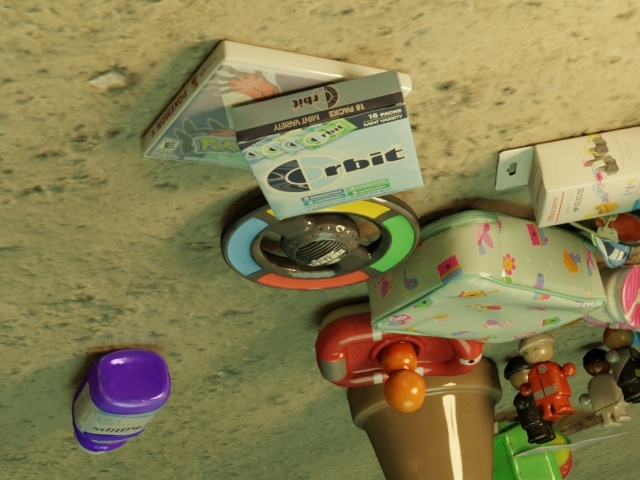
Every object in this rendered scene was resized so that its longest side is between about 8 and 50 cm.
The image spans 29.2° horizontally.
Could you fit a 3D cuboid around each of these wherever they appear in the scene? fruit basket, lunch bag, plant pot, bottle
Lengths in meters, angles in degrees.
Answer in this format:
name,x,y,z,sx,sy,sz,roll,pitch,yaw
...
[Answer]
name,x,y,z,sx,sy,sz,roll,pitch,yaw
fruit basket,0.417,0.446,2.541,0.327,0.166,0.353,-30,165,39
lunch bag,0.199,0.053,1.554,0.279,0.108,0.224,11,154,-36
plant pot,0.188,0.341,2.061,0.263,0.229,0.263,-7,157,-3
bottle,-0.307,0.247,1.817,0.118,0.092,0.283,0,155,-24

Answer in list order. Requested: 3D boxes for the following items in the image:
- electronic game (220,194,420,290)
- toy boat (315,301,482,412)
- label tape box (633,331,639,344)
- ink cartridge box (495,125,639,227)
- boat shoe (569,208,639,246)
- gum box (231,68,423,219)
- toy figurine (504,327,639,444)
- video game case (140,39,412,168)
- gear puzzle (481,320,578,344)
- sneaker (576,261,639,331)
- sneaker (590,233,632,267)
name,x,y,z,sx,sy,sz,roll,pitch,yaw
electronic game,0.000,0.000,1.407,0.229,0.048,0.229,-5,151,-3
toy boat,0.113,0.171,1.710,0.231,0.151,0.151,-9,141,-2
label tape box,0.667,0.171,1.952,0.249,0.115,0.347,5,159,-20
ink cartridge box,0.291,-0.068,1.370,0.181,0.062,0.104,-10,157,1
boat shoe,0.336,-0.023,1.442,0.043,0.049,0.137,0,-165,-29
gum box,0.012,-0.088,1.185,0.156,0.041,0.184,-13,158,6
toy figurine,0.413,0.222,1.991,0.209,0.148,0.213,-12,155,-5
video game case,-0.044,-0.118,1.172,0.201,0.023,0.183,6,152,-31
gear puzzle,0.250,0.144,1.862,0.338,0.044,0.175,-12,157,6
sneaker,0.410,0.073,1.711,0.111,0.103,0.252,3,173,29
sneaker,0.379,-0.006,1.562,0.059,0.053,0.144,-20,156,17
